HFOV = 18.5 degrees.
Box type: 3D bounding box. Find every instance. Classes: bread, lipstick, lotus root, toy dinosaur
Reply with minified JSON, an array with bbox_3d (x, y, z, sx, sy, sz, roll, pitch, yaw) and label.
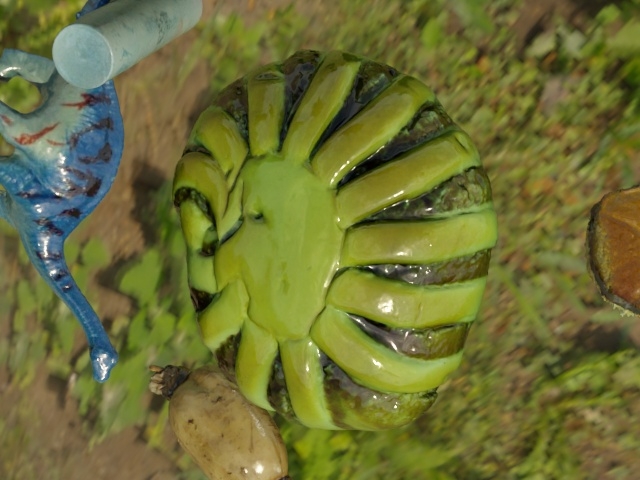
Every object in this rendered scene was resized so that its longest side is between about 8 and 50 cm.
[{"bbox_3d":[0.291,0.014,1.617,0.140,0.069,0.128,-17,68,16],"label":"bread"},{"bbox_3d":[-0.135,-0.151,1.396,0.048,0.048,0.158,42,29,1],"label":"lipstick"},{"bbox_3d":[-0.074,0.138,1.453,0.152,0.072,0.063,41,36,23],"label":"lotus root"},{"bbox_3d":[-0.204,-0.066,1.433,0.144,0.076,0.329,6,91,1],"label":"toy dinosaur"},{"bbox_3d":[0.000,0.000,0.716,0.130,0.071,0.139,13,97,31],"label":"bread"}]
